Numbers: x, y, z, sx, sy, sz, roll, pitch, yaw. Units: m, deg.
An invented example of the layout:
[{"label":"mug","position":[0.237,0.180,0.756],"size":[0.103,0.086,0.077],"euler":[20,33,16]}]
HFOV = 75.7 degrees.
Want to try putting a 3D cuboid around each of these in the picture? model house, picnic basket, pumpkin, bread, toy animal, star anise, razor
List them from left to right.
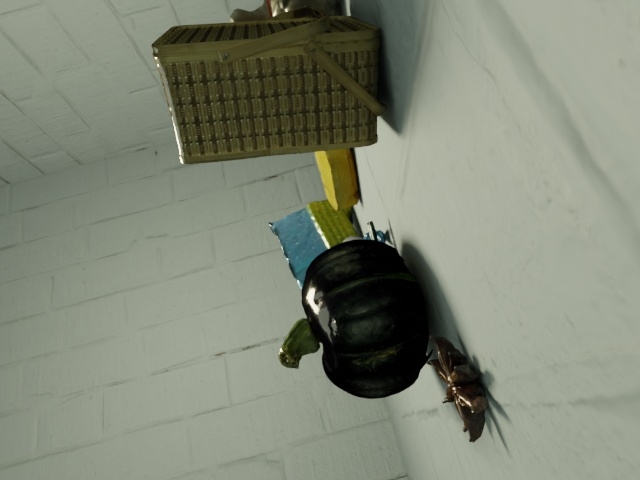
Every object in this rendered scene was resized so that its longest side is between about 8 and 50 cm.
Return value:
[{"label":"picnic basket","position":[-0.070,-0.254,0.637],"size":[0.228,0.314,0.175],"euler":[-104,9,-56]},{"label":"toy animal","position":[-0.045,-0.383,0.845],"size":[0.266,0.188,0.307],"euler":[-11,-54,-60]},{"label":"model house","position":[0.000,0.000,1.444],"size":[0.237,0.304,0.215],"euler":[63,-179,27]},{"label":"bread","position":[0.052,-0.192,1.142],"size":[0.102,0.095,0.245],"euler":[-119,10,-47]},{"label":"pumpkin","position":[0.054,0.148,0.768],"size":[0.296,0.296,0.295],"euler":[165,90,-89]},{"label":"razor","position":[0.129,-0.003,0.982],"size":[0.253,0.042,0.081],"euler":[18,-123,-88]},{"label":"star anise","position":[0.187,0.195,0.550],"size":[0.141,0.042,0.140],"euler":[165,90,-86]}]

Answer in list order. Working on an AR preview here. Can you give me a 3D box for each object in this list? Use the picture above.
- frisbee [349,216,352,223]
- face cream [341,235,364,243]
[{"label":"frisbee","position":[0.067,-0.187,1.647],"size":[0.289,0.049,0.289],"euler":[165,90,-90]},{"label":"face cream","position":[0.110,0.031,1.279],"size":[0.095,0.091,0.091],"euler":[-169,63,-80]}]
